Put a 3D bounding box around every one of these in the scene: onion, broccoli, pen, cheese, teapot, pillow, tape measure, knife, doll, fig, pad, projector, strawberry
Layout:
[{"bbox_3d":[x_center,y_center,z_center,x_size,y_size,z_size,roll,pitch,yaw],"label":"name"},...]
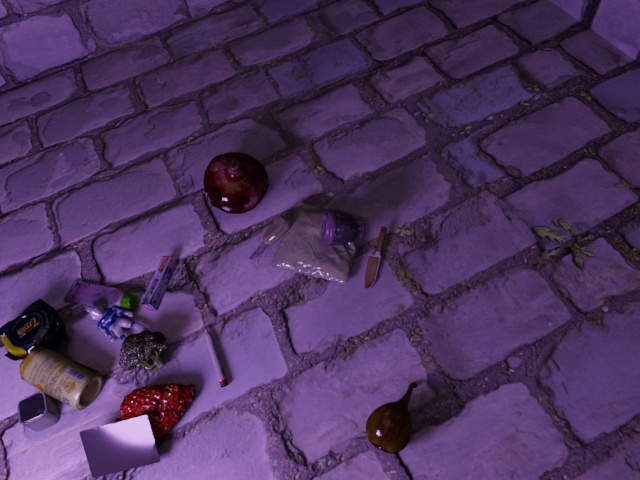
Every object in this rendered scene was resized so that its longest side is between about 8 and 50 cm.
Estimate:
[{"bbox_3d":[-0.314,-0.224,1.980,0.252,0.219,0.252,0,62,0],"label":"onion"},{"bbox_3d":[-0.545,0.343,1.670,0.162,0.138,0.145,-37,16,20],"label":"broccoli"},{"bbox_3d":[-0.332,0.361,1.694,0.026,0.026,0.218,-23,56,-8],"label":"pen"},{"bbox_3d":[-0.182,-0.006,1.892,0.192,0.037,0.097,-47,25,-1],"label":"cheese"},{"bbox_3d":[0.073,-0.040,1.807,0.146,0.148,0.116,5,98,-15],"label":"teapot"},{"bbox_3d":[-0.001,-0.001,1.868,0.275,0.076,0.280,13,59,13],"label":"pillow"},{"bbox_3d":[-0.932,0.310,1.762,0.199,0.112,0.186,-43,54,-14],"label":"tape measure"},{"bbox_3d":[0.183,0.060,1.832,0.046,0.022,0.256,13,62,8],"label":"knife"},{"bbox_3d":[-0.683,0.270,1.788,0.227,0.057,0.114,29,70,14],"label":"doll"},{"bbox_3d":[0.219,0.476,1.496,0.124,0.124,0.236,27,51,23],"label":"fig"},{"bbox_3d":[-0.565,0.580,1.521,0.212,0.003,0.142,-15,91,6],"label":"pad"},{"bbox_3d":[-0.846,0.514,1.622,0.083,0.082,0.083,-23,56,-8],"label":"projector"},{"bbox_3d":[-0.479,0.496,1.575,0.228,0.098,0.174,-15,56,0],"label":"strawberry"}]

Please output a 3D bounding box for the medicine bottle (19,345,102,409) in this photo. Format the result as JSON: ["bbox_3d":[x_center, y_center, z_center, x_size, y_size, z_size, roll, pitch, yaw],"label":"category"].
[{"bbox_3d":[-0.796,0.415,1.647,0.239,0.124,0.124,22,61,13],"label":"medicine bottle"}]

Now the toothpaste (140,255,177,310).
[{"bbox_3d":[-0.554,0.146,1.864,0.040,0.047,0.196,-1,54,25],"label":"toothpaste"}]

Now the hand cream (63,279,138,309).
[{"bbox_3d":[-0.758,0.194,1.862,0.275,0.050,0.079,7,31,19],"label":"hand cream"}]
